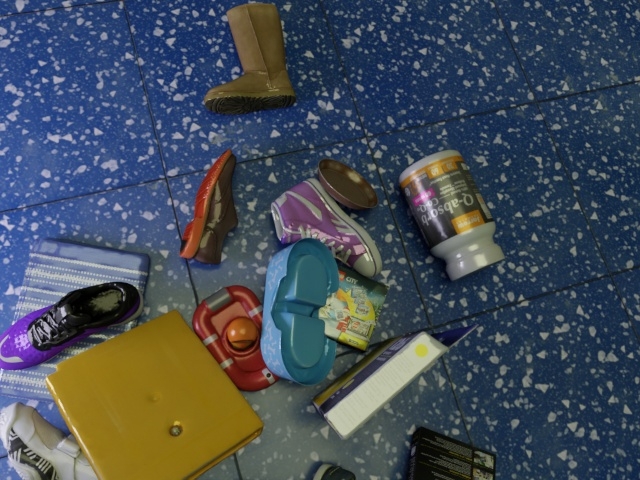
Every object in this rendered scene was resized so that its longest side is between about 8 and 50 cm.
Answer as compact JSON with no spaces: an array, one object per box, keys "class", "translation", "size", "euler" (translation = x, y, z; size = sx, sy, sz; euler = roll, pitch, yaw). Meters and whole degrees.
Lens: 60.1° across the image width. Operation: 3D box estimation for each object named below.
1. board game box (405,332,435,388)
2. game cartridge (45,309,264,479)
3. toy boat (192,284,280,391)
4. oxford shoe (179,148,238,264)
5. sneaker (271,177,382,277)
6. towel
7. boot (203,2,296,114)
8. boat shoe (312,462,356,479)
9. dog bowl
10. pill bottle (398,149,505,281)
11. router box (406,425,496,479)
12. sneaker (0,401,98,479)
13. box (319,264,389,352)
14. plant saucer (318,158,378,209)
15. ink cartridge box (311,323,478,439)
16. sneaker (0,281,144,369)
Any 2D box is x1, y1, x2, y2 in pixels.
[{"class":"board game box","translation":[0.195,0.270,1.245],"size":[0.090,0.020,0.090],"euler":[-36,83,-16]},{"class":"game cartridge","translation":[-0.314,0.307,1.043],"size":[0.286,0.052,0.324],"euler":[-24,56,-35]},{"class":"toy boat","translation":[-0.161,0.198,1.139],"size":[0.151,0.151,0.231],"euler":[-33,81,-16]},{"class":"oxford shoe","translation":[-0.231,-0.075,1.252],"size":[0.099,0.097,0.271],"euler":[23,75,-23]},{"class":"sneaker","translation":[0.000,0.000,1.242],"size":[0.161,0.102,0.282],"euler":[-33,70,-29]},{"class":"towel","translation":[-0.509,0.167,1.158],"size":[0.244,0.040,0.335],"euler":[10,74,-9]},{"class":"boot","translation":[-0.192,-0.450,1.365],"size":[0.236,0.089,0.269],"euler":[-9,75,-22]},{"class":"boat shoe","translation":[0.004,0.574,1.082],"size":[0.079,0.095,0.254],"euler":[4,60,36]},{"class":"dog bowl","translation":[-0.043,0.143,1.132],"size":[0.166,0.074,0.296],"euler":[21,66,-46]},{"class":"pill bottle","translation":[0.306,-0.056,1.285],"size":[0.162,0.162,0.278],"euler":[-20,78,-14]},{"class":"router box","translation":[0.274,0.486,1.157],"size":[0.179,0.046,0.133],"euler":[22,48,-2]},{"class":"sneaker","translation":[-0.417,0.412,1.048],"size":[0.210,0.137,0.365],"euler":[-39,87,-19]},{"class":"box","translation":[0.020,0.135,1.243],"size":[0.233,0.044,0.159],"euler":[23,71,-2]},{"class":"plant saucer","translation":[0.059,-0.126,1.292],"size":[0.169,0.029,0.168],"euler":[28,30,-18]},{"class":"ink cartridge box","translation":[0.126,0.247,1.076],"size":[0.307,0.303,0.072],"euler":[-39,83,-12]},{"class":"sneaker","translation":[-0.494,0.152,1.067],"size":[0.294,0.146,0.102],"euler":[-27,83,-17]}]
